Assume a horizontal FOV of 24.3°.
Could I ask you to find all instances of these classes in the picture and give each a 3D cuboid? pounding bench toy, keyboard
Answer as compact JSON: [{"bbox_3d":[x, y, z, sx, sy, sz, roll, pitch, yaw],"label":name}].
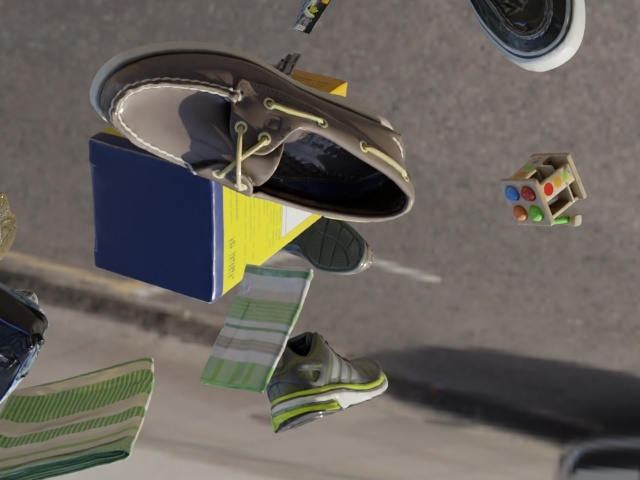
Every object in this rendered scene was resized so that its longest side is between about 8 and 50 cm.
[{"bbox_3d":[0.229,-0.037,1.506,0.052,0.065,0.083,3,124,53],"label":"pounding bench toy"},{"bbox_3d":[-0.076,-0.195,1.881,0.023,0.108,0.180,50,-167,-9],"label":"keyboard"}]

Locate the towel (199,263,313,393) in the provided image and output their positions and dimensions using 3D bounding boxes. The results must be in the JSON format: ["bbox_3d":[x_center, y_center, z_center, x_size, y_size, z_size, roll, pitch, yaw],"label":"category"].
[{"bbox_3d":[-0.074,0.096,1.668,0.023,0.152,0.113,37,157,-35],"label":"towel"}]

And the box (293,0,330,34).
[{"bbox_3d":[0.003,-0.344,1.979,0.027,0.094,0.137,19,162,-9],"label":"box"}]

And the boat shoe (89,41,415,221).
[{"bbox_3d":[-0.053,-0.091,1.355,0.324,0.096,0.116,15,123,-34],"label":"boat shoe"}]

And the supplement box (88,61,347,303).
[{"bbox_3d":[-0.132,-0.094,2.023,0.195,0.194,0.356,16,-149,25],"label":"supplement box"}]

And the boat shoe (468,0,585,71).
[{"bbox_3d":[0.120,-0.220,1.062,0.078,0.219,0.070,-30,155,20],"label":"boat shoe"}]

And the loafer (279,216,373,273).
[{"bbox_3d":[0.000,0.000,2.550,0.267,0.096,0.084,17,-179,43],"label":"loafer"}]

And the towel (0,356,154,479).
[{"bbox_3d":[-0.368,0.262,2.139,0.248,0.038,0.325,-14,-165,6],"label":"towel"}]

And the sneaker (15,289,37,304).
[{"bbox_3d":[-0.414,0.083,1.637,0.235,0.095,0.090,7,128,36],"label":"sneaker"}]

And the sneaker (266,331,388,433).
[{"bbox_3d":[0.006,0.185,2.107,0.111,0.121,0.300,-21,174,20],"label":"sneaker"}]

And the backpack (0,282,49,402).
[{"bbox_3d":[-0.316,0.096,1.386,0.105,0.114,0.084,30,-156,-4],"label":"backpack"}]

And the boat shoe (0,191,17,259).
[{"bbox_3d":[-0.463,-0.026,2.081,0.048,0.056,0.153,22,155,9],"label":"boat shoe"}]
